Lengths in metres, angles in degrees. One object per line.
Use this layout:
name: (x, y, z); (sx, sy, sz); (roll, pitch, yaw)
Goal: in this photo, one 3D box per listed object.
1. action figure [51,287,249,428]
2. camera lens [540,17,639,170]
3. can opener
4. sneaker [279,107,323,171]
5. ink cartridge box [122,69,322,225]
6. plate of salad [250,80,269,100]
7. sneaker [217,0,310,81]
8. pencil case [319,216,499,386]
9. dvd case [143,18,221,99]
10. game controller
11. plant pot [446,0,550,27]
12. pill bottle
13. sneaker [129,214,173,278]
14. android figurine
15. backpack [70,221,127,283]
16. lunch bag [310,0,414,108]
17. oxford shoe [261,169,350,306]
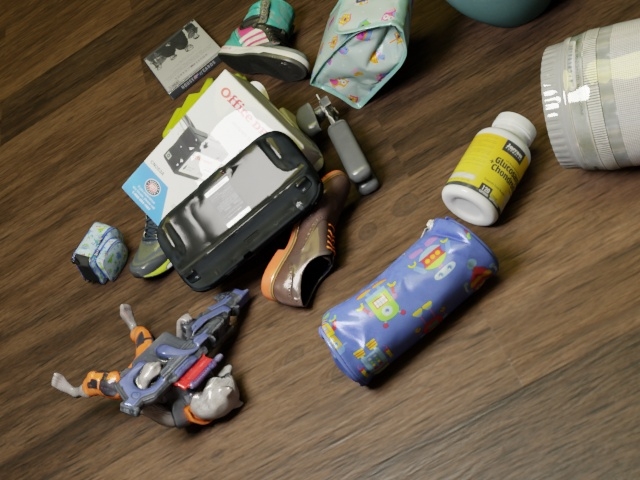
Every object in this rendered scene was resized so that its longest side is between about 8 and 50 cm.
action figure: (-0.261, 0.221, 1.476); (0.330, 0.179, 0.341); (16, 38, 34)
camera lens: (0.495, -0.225, 1.247); (0.274, 0.219, 0.219); (-7, 52, 29)
can opener: (0.026, -0.188, 1.636); (0.095, 0.076, 0.283); (-29, 46, 7)
sneaker: (-0.063, -0.183, 1.708); (0.094, 0.080, 0.212); (-45, 39, 17)
ink cartridge box: (-0.188, -0.134, 1.586); (0.223, 0.129, 0.307); (46, 100, 11)
plate of salad: (-0.139, -0.235, 1.746); (0.199, 0.048, 0.200); (0, 90, 61)
sneaker: (-0.101, -0.476, 1.937); (0.295, 0.124, 0.178); (20, 77, 44)
pencil case: (0.134, 0.088, 1.301); (0.306, 0.119, 0.133); (-41, 72, -3)
dvd case: (-0.360, -0.481, 2.176); (0.179, 0.029, 0.239); (-39, 44, 0)
game controller: (-0.150, -0.052, 1.489); (0.319, 0.067, 0.166); (-38, 72, 10)
plant pot: (0.360, -0.534, 1.612); (0.290, 0.195, 0.290); (-19, 47, 21)
pill bottle: (0.288, -0.123, 1.386); (0.103, 0.103, 0.184); (17, 66, 41)
sneaker: (-0.335, -0.056, 1.737); (0.111, 0.121, 0.300); (-3, 54, 33)
android figurine: (-0.264, -0.271, 1.917); (0.248, 0.056, 0.273); (-3, 53, 32)
backpack: (-0.465, 0.026, 1.775); (0.084, 0.105, 0.114); (12, 60, 15)
lunch bag: (0.103, -0.433, 1.660); (0.262, 0.160, 0.224); (-44, 26, 55)
oxford shoe: (0.000, 0.000, 1.494); (0.098, 0.097, 0.271); (18, 77, 38)
